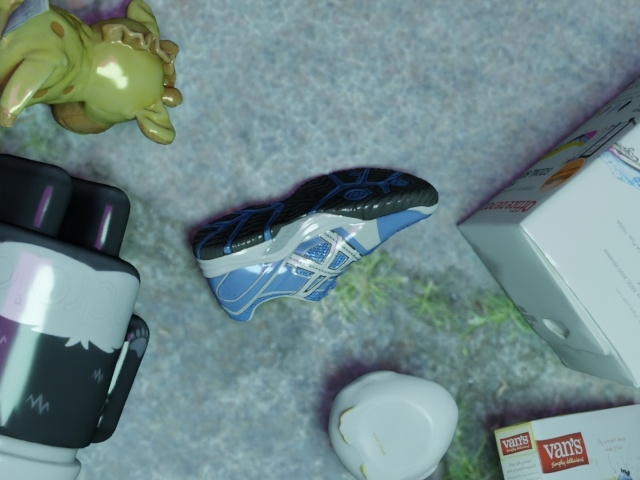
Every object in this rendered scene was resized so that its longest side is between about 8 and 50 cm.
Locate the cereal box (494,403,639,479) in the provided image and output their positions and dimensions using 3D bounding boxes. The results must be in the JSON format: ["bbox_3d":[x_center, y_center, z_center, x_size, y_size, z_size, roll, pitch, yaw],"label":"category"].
[{"bbox_3d":[0.233,0.260,1.338,0.173,0.047,0.240,-2,77,-47],"label":"cereal box"}]

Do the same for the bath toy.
[{"bbox_3d":[0.092,0.269,1.340,0.151,0.129,0.348,-19,94,9],"label":"bath toy"}]

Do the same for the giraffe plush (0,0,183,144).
[{"bbox_3d":[-0.199,-0.143,1.269,0.170,0.210,0.181,13,83,-41],"label":"giraffe plush"}]

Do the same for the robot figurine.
[{"bbox_3d":[-0.242,0.078,1.248,0.209,0.173,0.278,17,87,-4],"label":"robot figurine"}]

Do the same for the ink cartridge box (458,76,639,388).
[{"bbox_3d":[0.269,-0.019,1.347,0.233,0.171,0.168,-39,97,-9],"label":"ink cartridge box"}]

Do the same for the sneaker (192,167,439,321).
[{"bbox_3d":[0.000,0.000,1.351,0.211,0.080,0.081,-18,116,-10],"label":"sneaker"}]
